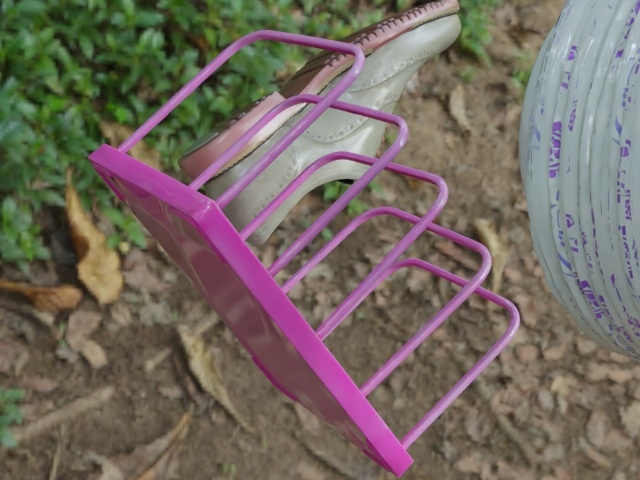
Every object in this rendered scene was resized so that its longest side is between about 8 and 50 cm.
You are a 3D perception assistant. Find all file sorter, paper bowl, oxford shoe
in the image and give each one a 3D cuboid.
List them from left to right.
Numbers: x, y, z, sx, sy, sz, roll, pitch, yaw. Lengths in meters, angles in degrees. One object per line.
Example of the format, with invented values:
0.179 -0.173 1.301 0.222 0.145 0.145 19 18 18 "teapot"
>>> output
0.000 0.000 0.920 0.182 0.290 0.202 -44 33 -13 "file sorter"
0.023 -0.126 1.173 0.348 0.130 0.123 -37 12 -18 "oxford shoe"
0.232 -0.061 0.685 0.284 0.284 0.148 -16 19 -35 "paper bowl"
